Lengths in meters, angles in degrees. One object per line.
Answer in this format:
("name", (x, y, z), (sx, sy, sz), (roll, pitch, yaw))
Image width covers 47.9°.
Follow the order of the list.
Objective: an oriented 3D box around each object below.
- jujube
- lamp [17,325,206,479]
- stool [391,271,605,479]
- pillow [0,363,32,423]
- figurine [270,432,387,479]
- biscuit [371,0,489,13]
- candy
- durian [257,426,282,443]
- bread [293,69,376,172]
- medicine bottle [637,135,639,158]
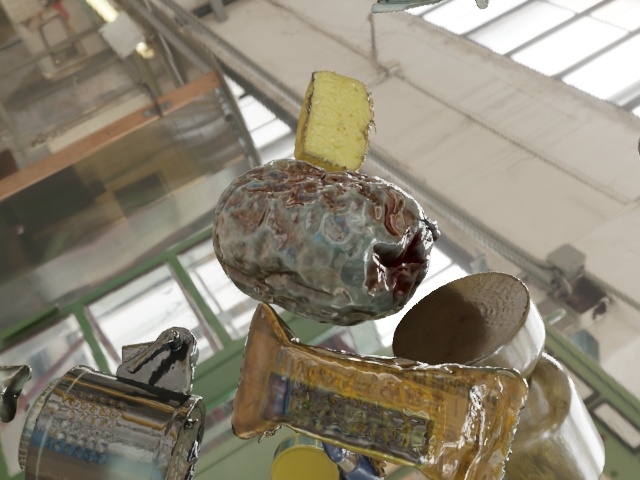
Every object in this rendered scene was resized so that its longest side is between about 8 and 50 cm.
("jujube", (0.000, 0.000, 0.987), (0.317, 0.226, 0.226), (11, -45, 41))
("lamp", (-0.311, 0.319, 1.086), (0.205, 0.272, 0.374), (92, -6, -62))
("stool", (0.226, 0.196, 0.906), (0.264, 0.179, 0.179), (58, -11, -22))
("pillow", (-0.517, 0.218, 1.091), (0.136, 0.091, 0.055), (22, 21, -20))
("figurine", (0.020, 0.295, 1.088), (0.158, 0.161, 0.275), (22, 15, -1))
("biscuit", (0.161, -0.471, 0.990), (0.186, 0.079, 0.309), (8, -78, 27))
("candy", (0.053, 0.158, 0.666), (0.271, 0.143, 0.101), (16, -7, -3))
("durian", (-0.098, 0.309, 1.317), (0.110, 0.140, 0.071), (23, -33, -7))
("bread", (0.021, -0.227, 1.551), (0.147, 0.160, 0.260), (130, -32, -55))
("medicine bottle", (0.756, -0.227, 1.383), (0.157, 0.157, 0.288), (57, -21, 14))
